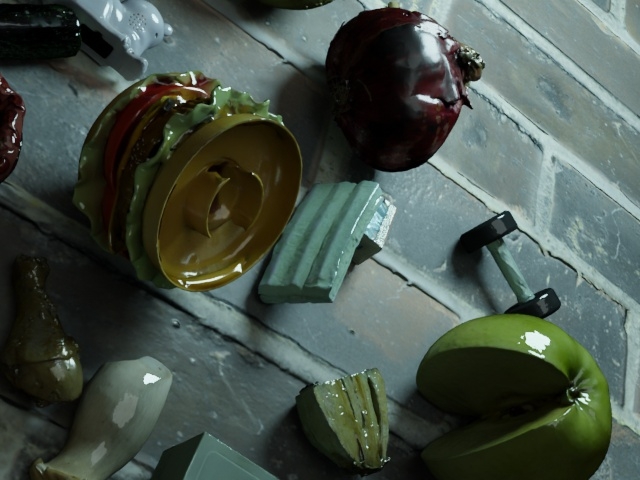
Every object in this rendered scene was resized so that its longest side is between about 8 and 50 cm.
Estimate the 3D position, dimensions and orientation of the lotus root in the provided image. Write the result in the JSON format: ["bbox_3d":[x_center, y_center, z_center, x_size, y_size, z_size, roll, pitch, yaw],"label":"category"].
[{"bbox_3d":[0.033,0.257,1.271,0.143,0.070,0.144,4,62,-43],"label":"lotus root"}]

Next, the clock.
[{"bbox_3d":[-0.300,-0.322,1.294,0.176,0.080,0.117,37,51,-18],"label":"clock"}]

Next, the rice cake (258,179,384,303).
[{"bbox_3d":[0.000,0.000,1.347,0.237,0.127,0.043,-64,144,-40],"label":"rice cake"}]

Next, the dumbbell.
[{"bbox_3d":[0.327,0.052,1.577,0.100,0.100,0.191,-26,84,-42],"label":"dumbbell"}]

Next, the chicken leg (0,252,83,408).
[{"bbox_3d":[-0.332,0.100,1.069,0.069,0.084,0.198,51,20,-65],"label":"chicken leg"}]

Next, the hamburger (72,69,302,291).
[{"bbox_3d":[-0.178,-0.085,1.161,0.212,0.275,0.274,31,38,32],"label":"hamburger"}]

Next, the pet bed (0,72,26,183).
[{"bbox_3d":[-0.454,-0.137,1.103,0.201,0.053,0.201,13,63,-27],"label":"pet bed"}]

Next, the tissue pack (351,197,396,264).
[{"bbox_3d":[0.073,-0.020,1.436,0.058,0.074,0.094,37,48,-14],"label":"tissue pack"}]

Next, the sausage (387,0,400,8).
[{"bbox_3d":[0.144,-0.389,1.706,0.024,0.024,0.132,10,61,-34],"label":"sausage"}]

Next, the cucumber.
[{"bbox_3d":[-0.429,-0.268,1.174,0.241,0.074,0.075,-11,75,-39],"label":"cucumber"}]

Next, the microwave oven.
[{"bbox_3d":[-0.111,0.348,1.074,0.205,0.129,0.163,38,48,-17],"label":"microwave oven"}]

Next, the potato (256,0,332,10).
[{"bbox_3d":[-0.022,-0.535,1.521,0.269,0.219,0.359,39,47,-7],"label":"potato"}]

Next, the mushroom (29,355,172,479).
[{"bbox_3d":[-0.249,0.217,1.060,0.097,0.088,0.212,37,56,-5],"label":"mushroom"}]

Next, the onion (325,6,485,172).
[{"bbox_3d":[0.122,-0.243,1.490,0.280,0.221,0.281,7,65,-14],"label":"onion"}]

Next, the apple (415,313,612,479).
[{"bbox_3d":[0.280,0.248,1.341,0.292,0.254,0.292,19,58,-35],"label":"apple"}]
